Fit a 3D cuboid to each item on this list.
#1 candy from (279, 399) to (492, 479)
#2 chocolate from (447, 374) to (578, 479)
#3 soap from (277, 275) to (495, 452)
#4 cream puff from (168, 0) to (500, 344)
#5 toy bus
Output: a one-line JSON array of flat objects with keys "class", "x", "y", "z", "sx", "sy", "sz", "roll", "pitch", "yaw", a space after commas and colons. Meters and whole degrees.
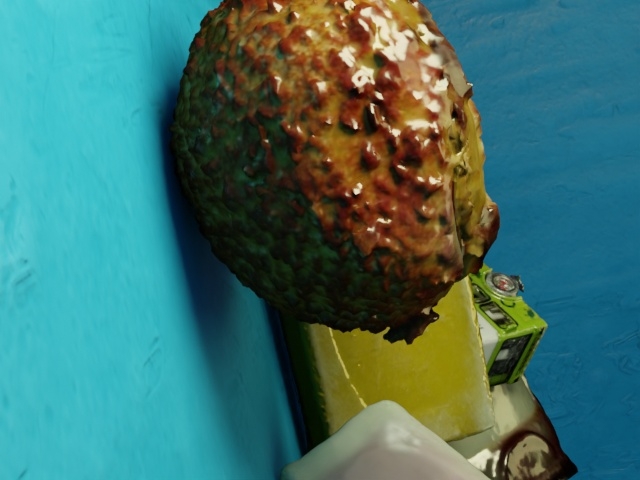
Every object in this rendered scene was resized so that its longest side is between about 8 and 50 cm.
[{"class": "candy", "x": 0.105, "y": 0.322, "z": 1.462, "sx": 0.208, "sy": 0.145, "sz": 0.358, "roll": 40, "pitch": -19, "yaw": 37}, {"class": "chocolate", "x": 0.155, "y": 0.231, "z": 1.829, "sx": 0.283, "sy": 0.284, "sz": 0.186, "roll": 22, "pitch": 53, "yaw": -81}, {"class": "soap", "x": 0.057, "y": 0.062, "z": 1.540, "sx": 0.091, "sy": 0.199, "sz": 0.314, "roll": -161, "pitch": -121, "yaw": -75}, {"class": "cream puff", "x": -0.002, "y": -0.070, "z": 1.226, "sx": 0.350, "sy": 0.229, "sz": 0.350, "roll": 60, "pitch": -14, "yaw": 26}, {"class": "toy bus", "x": 0.112, "y": 0.048, "z": 1.753, "sx": 0.301, "sy": 0.139, "sz": 0.113, "roll": 46, "pitch": -48, "yaw": 32}]
